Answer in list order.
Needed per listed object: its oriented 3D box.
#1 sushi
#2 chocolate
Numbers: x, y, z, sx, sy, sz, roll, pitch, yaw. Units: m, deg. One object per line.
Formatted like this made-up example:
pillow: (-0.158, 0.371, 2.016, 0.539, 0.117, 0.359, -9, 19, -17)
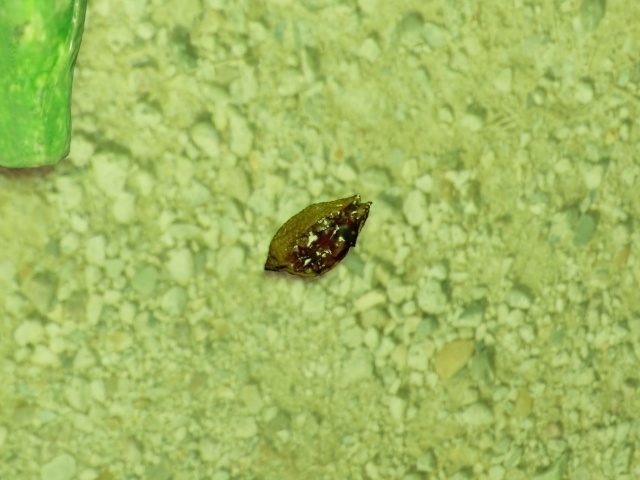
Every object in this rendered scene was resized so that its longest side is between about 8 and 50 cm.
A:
sushi: (0.000, 0.000, 1.004, 0.099, 0.047, 0.050, -43, 120, -6)
chocolate: (-0.202, -0.192, 0.837, 0.110, 0.110, 0.291, -8, 110, -22)
